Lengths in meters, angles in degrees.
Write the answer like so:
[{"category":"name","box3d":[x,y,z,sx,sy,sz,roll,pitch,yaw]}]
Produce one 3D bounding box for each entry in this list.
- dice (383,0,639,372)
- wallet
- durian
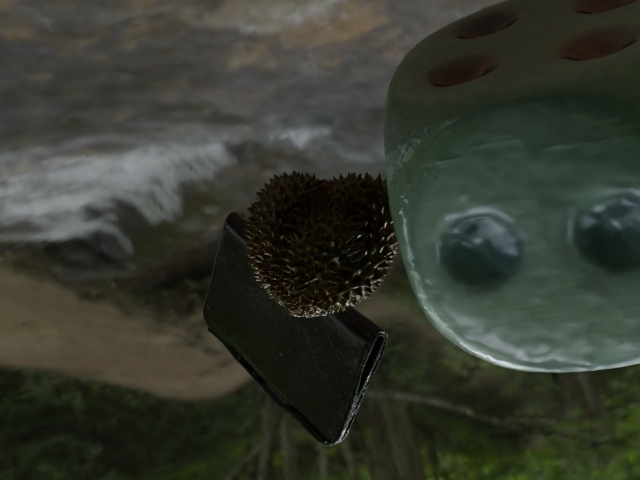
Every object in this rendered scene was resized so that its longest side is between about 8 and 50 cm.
[{"category":"dice","box3d":[0.217,-0.061,0.993,0.262,0.265,0.268,-8,-153,22]},{"category":"wallet","box3d":[-0.043,0.107,1.389,0.045,0.173,0.318,2,-156,-40]},{"category":"durian","box3d":[0.000,0.000,1.140,0.158,0.168,0.137,3,145,27]}]
